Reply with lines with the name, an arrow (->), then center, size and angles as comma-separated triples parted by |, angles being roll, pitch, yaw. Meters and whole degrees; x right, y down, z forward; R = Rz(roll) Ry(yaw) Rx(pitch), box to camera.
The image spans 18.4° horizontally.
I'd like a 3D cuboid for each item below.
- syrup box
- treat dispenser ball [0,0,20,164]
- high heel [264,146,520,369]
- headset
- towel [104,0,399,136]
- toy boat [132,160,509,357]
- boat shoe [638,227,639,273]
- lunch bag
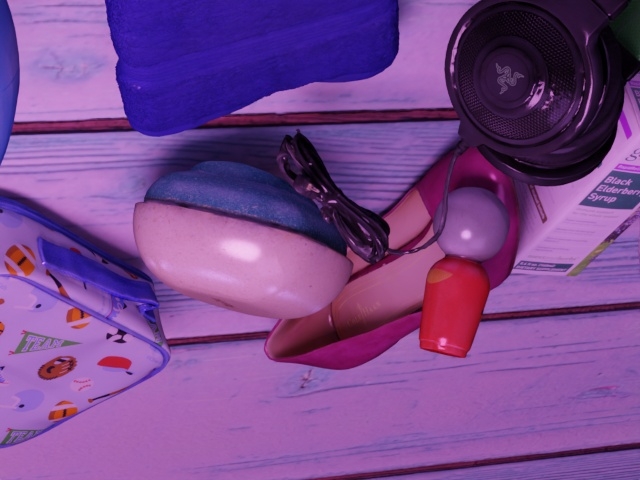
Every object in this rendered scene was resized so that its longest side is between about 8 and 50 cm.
syrup box -> 0.254, -0.066, 1.856 | 0.093, 0.096, 0.237 | 3, 147, -32
treat dispenser ball -> -0.336, -0.107, 1.253 | 0.288, 0.288, 0.288 | -13, 152, -7
high heel -> 0.066, 0.030, 1.881 | 0.181, 0.127, 0.377 | -18, 157, -21
headset -> 0.156, -0.140, 1.599 | 0.394, 0.185, 0.243 | -44, 166, 3
towel -> -0.051, -0.185, 1.463 | 0.228, 0.076, 0.308 | -17, 163, -6
toy boat -> 0.000, 0.000, 1.735 | 0.318, 0.148, 0.267 | 12, 174, 7
boat shoe -> 0.365, -0.051, 1.938 | 0.113, 0.103, 0.302 | -22, 154, -20
lunch bag -> -0.286, 0.075, 1.800 | 0.243, 0.115, 0.303 | -30, 149, 19
